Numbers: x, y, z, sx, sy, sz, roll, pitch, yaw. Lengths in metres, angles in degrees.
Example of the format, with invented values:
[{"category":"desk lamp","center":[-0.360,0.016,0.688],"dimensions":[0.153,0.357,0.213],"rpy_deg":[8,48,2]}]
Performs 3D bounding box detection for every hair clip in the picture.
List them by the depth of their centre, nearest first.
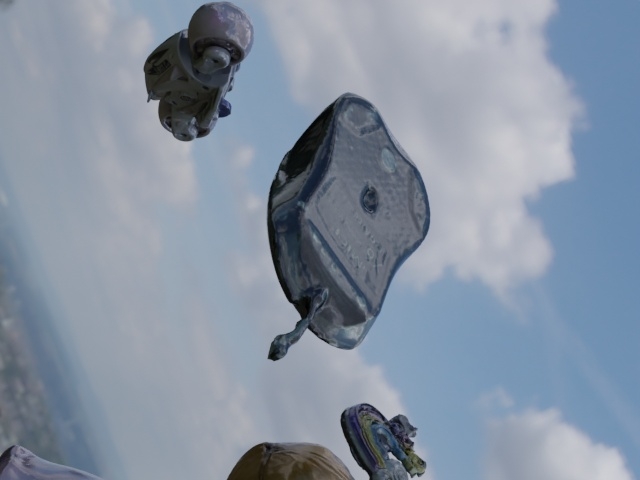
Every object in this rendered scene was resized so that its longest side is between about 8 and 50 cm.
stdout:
[{"category":"hair clip","center":[0.066,0.237,1.775],"dimensions":[0.116,0.049,0.172],"rpy_deg":[47,17,8]}]

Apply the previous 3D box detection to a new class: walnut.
[{"category":"walnut","center":[-0.019,0.275,1.436],"dimensions":[0.144,0.144,0.180],"rpy_deg":[-158,-122,-75]}]

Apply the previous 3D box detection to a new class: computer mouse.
[{"category":"computer mouse","center":[0.000,0.000,1.425],"dimensions":[0.167,0.090,0.379],"rpy_deg":[55,33,-19]}]

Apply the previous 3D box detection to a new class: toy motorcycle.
[{"category":"toy motorcycle","center":[-0.144,-0.190,1.740],"dimensions":[0.112,0.112,0.254],"rpy_deg":[65,-23,15]}]

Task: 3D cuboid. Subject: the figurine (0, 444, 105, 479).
[{"category":"figurine","center":[-0.202,0.169,0.871],"dimensions":[0.133,0.276,0.200],"rpy_deg":[-64,-178,24]}]
